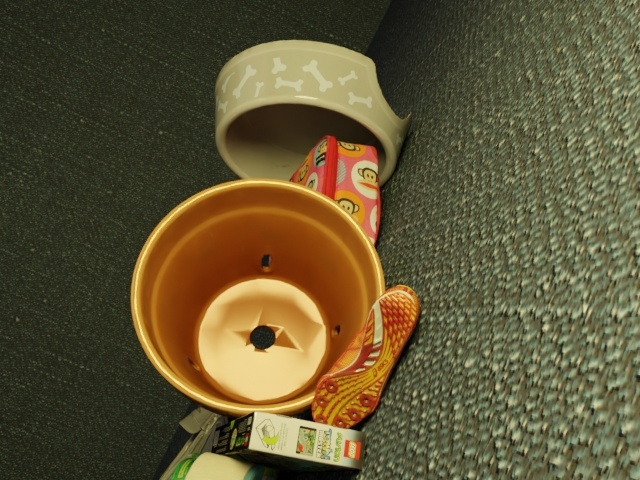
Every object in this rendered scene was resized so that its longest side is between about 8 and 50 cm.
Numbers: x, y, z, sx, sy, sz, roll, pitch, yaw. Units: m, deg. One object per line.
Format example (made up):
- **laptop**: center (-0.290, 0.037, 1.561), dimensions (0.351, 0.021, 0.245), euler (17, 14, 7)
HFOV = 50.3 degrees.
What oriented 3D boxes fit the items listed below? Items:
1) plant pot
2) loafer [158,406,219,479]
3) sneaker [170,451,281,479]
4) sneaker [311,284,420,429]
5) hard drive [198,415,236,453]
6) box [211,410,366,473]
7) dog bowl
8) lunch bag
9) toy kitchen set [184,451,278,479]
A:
- **plant pot**: center (-0.075, 0.097, 0.866), dimensions (0.203, 0.291, 0.290), euler (97, -165, -63)
- **loafer**: center (-0.229, 0.379, 1.373), dimensions (0.319, 0.112, 0.112), euler (-66, 9, -22)
- **sneaker**: center (-0.137, 0.334, 0.909), dimensions (0.295, 0.124, 0.109), euler (-56, 10, 35)
- **sneaker**: center (0.052, 0.125, 0.702), dimensions (0.175, 0.064, 0.067), euler (-56, -11, 12)
- **hard drive**: center (-0.214, 0.468, 1.175), dimensions (0.338, 0.064, 0.237), euler (-64, 8, -6)
- **box**: center (-0.042, 0.218, 0.723), dimensions (0.207, 0.114, 0.036), euler (133, 149, -64)
- **dog bowl**: center (-0.020, -0.182, 1.168), dimensions (0.349, 0.349, 0.102), euler (131, 151, -58)
- **lunch bag**: center (0.000, 0.000, 1.118), dimensions (0.293, 0.120, 0.258), euler (129, 149, -57)
- **toy kitchen set**: center (-0.078, 0.340, 0.688), dimensions (0.166, 0.122, 0.207), euler (70, -147, -58)
